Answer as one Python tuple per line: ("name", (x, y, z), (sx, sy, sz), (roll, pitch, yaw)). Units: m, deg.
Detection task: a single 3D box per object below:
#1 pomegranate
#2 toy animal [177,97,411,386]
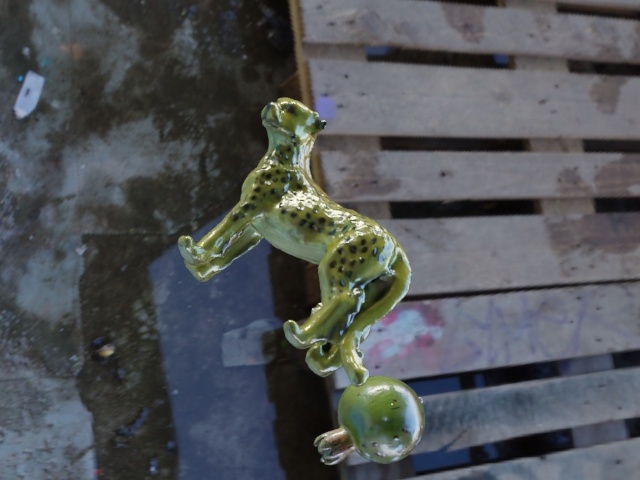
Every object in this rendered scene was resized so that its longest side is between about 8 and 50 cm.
("pomegranate", (0.043, 0.145, 0.754), (0.073, 0.073, 0.084), (47, 52, -9))
("toy animal", (0.000, 0.000, 0.642), (0.181, 0.073, 0.136), (36, 76, 27))
